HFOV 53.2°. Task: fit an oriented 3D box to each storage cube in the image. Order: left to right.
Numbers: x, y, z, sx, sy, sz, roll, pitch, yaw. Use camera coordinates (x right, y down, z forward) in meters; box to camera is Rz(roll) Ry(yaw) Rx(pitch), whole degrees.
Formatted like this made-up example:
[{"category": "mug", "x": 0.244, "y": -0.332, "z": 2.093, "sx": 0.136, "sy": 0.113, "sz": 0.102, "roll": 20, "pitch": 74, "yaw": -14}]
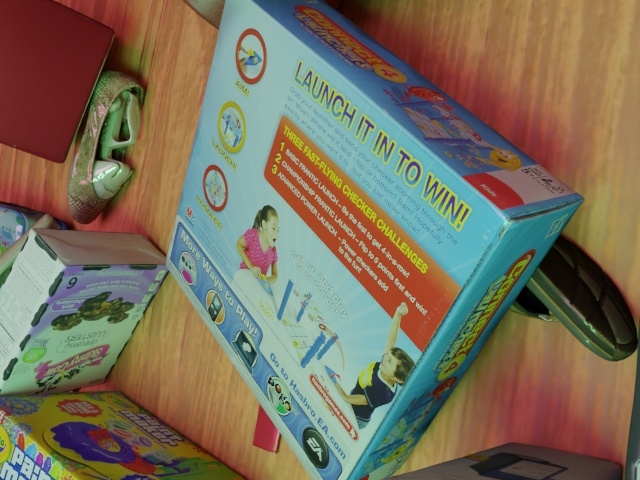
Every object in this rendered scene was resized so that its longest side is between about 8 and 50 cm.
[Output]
[{"category": "storage cube", "x": -0.402, "y": -0.237, "z": 0.831, "sx": 0.215, "sy": 0.193, "sz": 0.183, "roll": -64, "pitch": 31, "yaw": 8}]

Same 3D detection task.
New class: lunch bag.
[{"category": "lunch bag", "x": -0.462, "y": 0.034, "z": 0.926, "sx": 0.218, "sy": 0.090, "sz": 0.176, "roll": 12, "pitch": 88, "yaw": 37}]

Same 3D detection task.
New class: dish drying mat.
[{"category": "dish drying mat", "x": -0.049, "y": 0.171, "z": 0.652, "sx": 0.032, "sy": 0.008, "sz": 0.083, "roll": 9, "pitch": 86, "yaw": 36}]

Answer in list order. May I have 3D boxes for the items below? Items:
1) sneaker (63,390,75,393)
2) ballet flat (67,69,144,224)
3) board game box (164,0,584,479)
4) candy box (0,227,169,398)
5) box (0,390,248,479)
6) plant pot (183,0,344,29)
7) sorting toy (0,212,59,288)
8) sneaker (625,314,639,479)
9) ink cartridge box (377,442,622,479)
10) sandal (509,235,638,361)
[{"category": "sneaker", "x": -0.374, "y": 0.239, "z": 0.837, "sx": 0.063, "sy": 0.073, "sz": 0.162, "roll": 12, "pitch": 90, "yaw": 37}, {"category": "ballet flat", "x": -0.275, "y": -0.118, "z": 0.831, "sx": 0.067, "sy": 0.073, "sz": 0.206, "roll": 12, "pitch": 93, "yaw": 23}, {"category": "board game box", "x": 0.000, "y": 0.000, "z": 0.530, "sx": 0.308, "sy": 0.086, "sz": 0.302, "roll": 48, "pitch": 132, "yaw": 31}, {"category": "candy box", "x": -0.289, "y": 0.086, "z": 0.740, "sx": 0.070, "sy": 0.164, "sz": 0.196, "roll": 40, "pitch": 106, "yaw": 23}, {"category": "box", "x": -0.231, "y": 0.341, "z": 0.653, "sx": 0.289, "sy": 0.177, "sz": 0.279, "roll": 17, "pitch": 92, "yaw": 37}, {"category": "plant pot", "x": -0.012, "y": -0.331, "z": 0.567, "sx": 0.265, "sy": 0.272, "sz": 0.273, "roll": -31, "pitch": 65, "yaw": 37}, {"category": "sorting toy", "x": -0.364, "y": 0.078, "z": 0.757, "sx": 0.038, "sy": 0.208, "sz": 0.193, "roll": 37, "pitch": 67, "yaw": 5}, {"category": "sneaker", "x": 0.250, "y": 0.110, "z": 0.396, "sx": 0.097, "sy": 0.084, "sz": 0.235, "roll": 3, "pitch": 84, "yaw": 35}, {"category": "ink cartridge box", "x": 0.116, "y": 0.221, "z": 0.397, "sx": 0.093, "sy": 0.212, "sz": 0.154, "roll": 1, "pitch": 84, "yaw": 40}, {"category": "sandal", "x": 0.143, "y": 0.017, "z": 0.492, "sx": 0.219, "sy": 0.090, "sz": 0.060, "roll": 42, "pitch": 124, "yaw": 32}]
